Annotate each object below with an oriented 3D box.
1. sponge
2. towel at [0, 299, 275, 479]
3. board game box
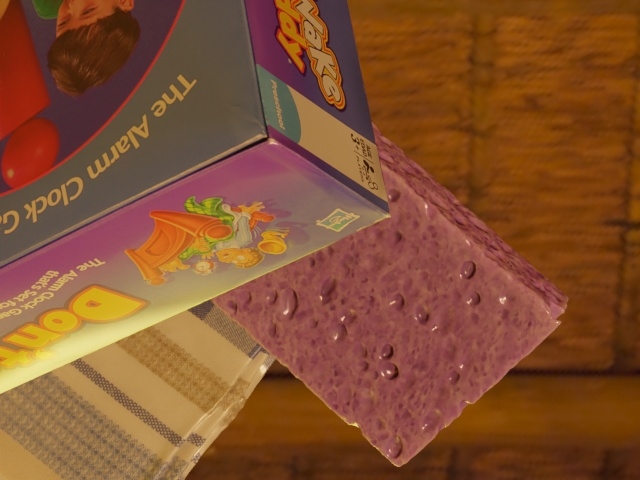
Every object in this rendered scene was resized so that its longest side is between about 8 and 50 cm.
[{"bbox_3d":[0.000,0.000,0.843,0.210,0.031,0.117,42,-62,-2],"label":"sponge"},{"bbox_3d":[-0.165,0.096,1.250,0.209,0.285,0.034,36,-8,10],"label":"towel"},{"bbox_3d":[-0.154,-0.056,0.731,0.347,0.078,0.233,-24,-121,25],"label":"board game box"}]
